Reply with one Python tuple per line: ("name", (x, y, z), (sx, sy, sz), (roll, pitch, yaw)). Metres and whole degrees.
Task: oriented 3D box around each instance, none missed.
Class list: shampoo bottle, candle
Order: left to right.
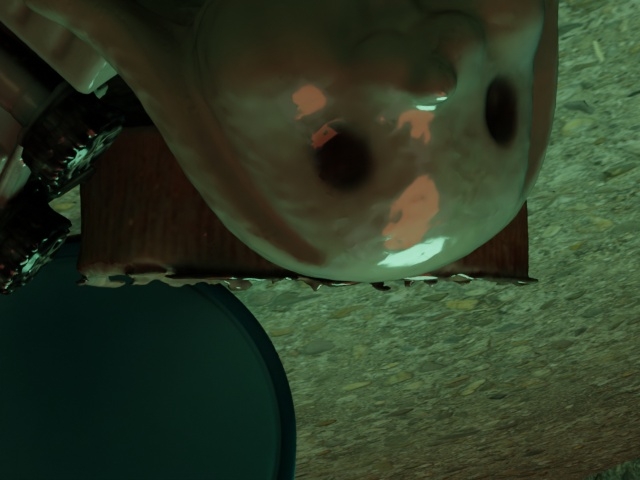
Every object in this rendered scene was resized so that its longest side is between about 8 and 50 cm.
("shampoo bottle", (-0.191, 0.213, 1.277), (0.331, 0.331, 0.342), (-12, 160, -9))
("candle", (-0.014, -0.025, 1.047), (0.317, 0.131, 0.287), (2, 174, -7))

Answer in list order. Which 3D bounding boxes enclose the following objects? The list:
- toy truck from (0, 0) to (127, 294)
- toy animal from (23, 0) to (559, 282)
("toy truck", (-0.175, -0.080, 0.829), (0.111, 0.136, 0.286), (-48, 179, -39))
("toy animal", (-0.012, -0.125, 0.658), (0.249, 0.289, 0.174), (7, 160, -1))
